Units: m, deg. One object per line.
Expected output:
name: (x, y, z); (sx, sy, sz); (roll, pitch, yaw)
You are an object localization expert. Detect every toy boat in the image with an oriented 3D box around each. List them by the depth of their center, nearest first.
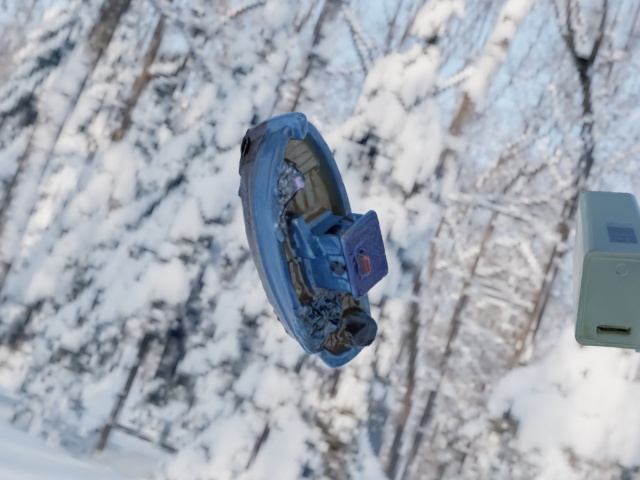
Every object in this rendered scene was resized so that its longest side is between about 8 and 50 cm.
toy boat: (0.000, 0.000, 1.011); (0.097, 0.100, 0.223); (8, -56, 38)

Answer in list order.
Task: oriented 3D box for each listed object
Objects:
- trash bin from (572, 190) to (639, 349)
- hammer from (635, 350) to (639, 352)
trash bin: (0.170, 0.015, 0.744); (0.043, 0.061, 0.092); (3, 26, 5)
hammer: (0.306, 0.046, 1.108); (0.017, 0.062, 0.182); (3, -21, -2)
